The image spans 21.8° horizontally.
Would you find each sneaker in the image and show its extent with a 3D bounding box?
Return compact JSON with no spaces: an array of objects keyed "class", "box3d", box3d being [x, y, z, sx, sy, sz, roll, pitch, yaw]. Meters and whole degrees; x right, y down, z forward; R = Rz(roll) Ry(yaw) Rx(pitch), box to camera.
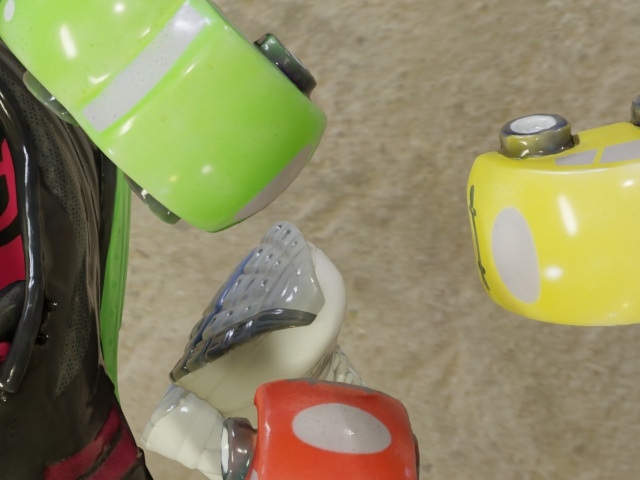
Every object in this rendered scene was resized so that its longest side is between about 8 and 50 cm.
[{"class":"sneaker","box3d":[-0.161,0.104,0.779,0.185,0.202,0.483,-20,77,17]},{"class":"sneaker","box3d":[-0.017,0.083,0.954,0.129,0.297,0.111,34,69,3]}]

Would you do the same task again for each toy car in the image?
[{"class":"toy car","box3d":[0.000,0.000,0.477,0.239,0.053,0.225,-45,111,5]}]
